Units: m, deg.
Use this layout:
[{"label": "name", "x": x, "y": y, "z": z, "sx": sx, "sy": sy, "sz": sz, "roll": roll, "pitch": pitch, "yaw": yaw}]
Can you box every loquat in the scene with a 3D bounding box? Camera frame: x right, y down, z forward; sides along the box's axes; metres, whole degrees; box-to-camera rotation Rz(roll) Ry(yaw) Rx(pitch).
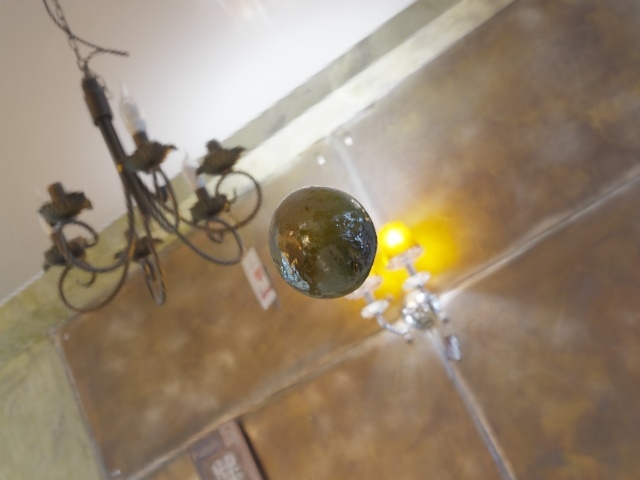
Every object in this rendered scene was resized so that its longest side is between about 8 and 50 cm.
[{"label": "loquat", "x": 0.000, "y": 0.000, "z": 1.224, "sx": 0.152, "sy": 0.152, "sz": 0.195, "roll": -16, "pitch": 19, "yaw": -25}]
